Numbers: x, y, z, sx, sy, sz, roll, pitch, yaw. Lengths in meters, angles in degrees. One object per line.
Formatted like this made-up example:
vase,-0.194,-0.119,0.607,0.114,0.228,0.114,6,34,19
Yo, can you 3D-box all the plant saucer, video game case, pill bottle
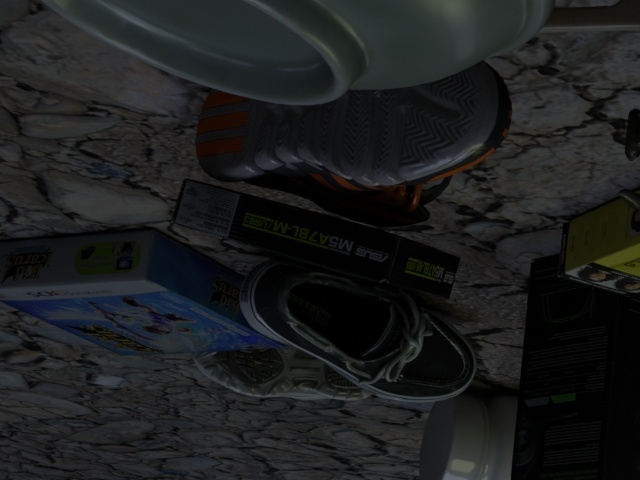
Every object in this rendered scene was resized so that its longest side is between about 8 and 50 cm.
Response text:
plant saucer,-0.065,-0.167,1.058,0.400,0.100,0.400,19,168,4
video game case,-0.206,0.065,2.036,0.244,0.061,0.269,-3,159,33
pill bottle,0.281,0.287,2.353,0.283,0.160,0.160,12,162,-12

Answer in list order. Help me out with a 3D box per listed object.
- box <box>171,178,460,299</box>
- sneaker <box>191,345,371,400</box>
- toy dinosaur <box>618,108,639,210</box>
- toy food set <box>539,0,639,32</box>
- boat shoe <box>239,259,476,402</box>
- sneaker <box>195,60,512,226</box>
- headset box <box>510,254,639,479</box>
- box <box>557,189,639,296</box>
box,0.000,0.000,1.487,0.190,0.045,0.184,16,178,19
sneaker,-0.050,0.159,2.222,0.232,0.090,0.115,12,165,-12
toy dinosaur,0.291,-0.100,1.156,0.160,0.121,0.313,-4,-172,43
toy food set,0.113,-0.197,1.051,0.220,0.092,0.306,1,160,20
boat shoe,0.063,0.099,1.947,0.306,0.113,0.105,30,167,-30
sneaker,0.063,-0.083,1.413,0.180,0.124,0.321,17,171,-39
headset box,0.324,0.176,1.801,0.246,0.283,0.131,20,158,-34
box,0.306,-0.008,1.605,0.087,0.058,0.232,16,160,-22
